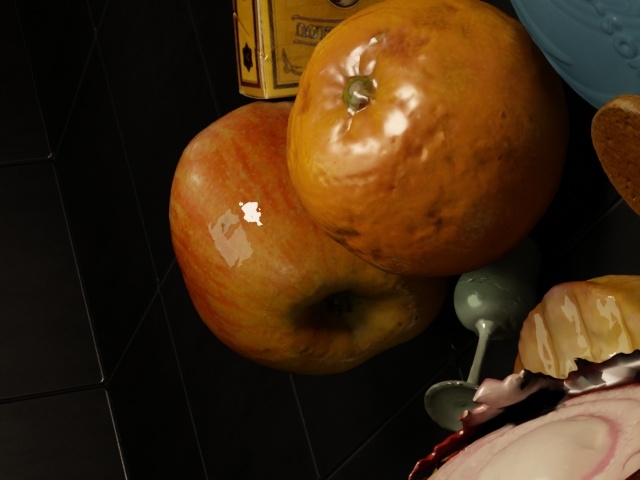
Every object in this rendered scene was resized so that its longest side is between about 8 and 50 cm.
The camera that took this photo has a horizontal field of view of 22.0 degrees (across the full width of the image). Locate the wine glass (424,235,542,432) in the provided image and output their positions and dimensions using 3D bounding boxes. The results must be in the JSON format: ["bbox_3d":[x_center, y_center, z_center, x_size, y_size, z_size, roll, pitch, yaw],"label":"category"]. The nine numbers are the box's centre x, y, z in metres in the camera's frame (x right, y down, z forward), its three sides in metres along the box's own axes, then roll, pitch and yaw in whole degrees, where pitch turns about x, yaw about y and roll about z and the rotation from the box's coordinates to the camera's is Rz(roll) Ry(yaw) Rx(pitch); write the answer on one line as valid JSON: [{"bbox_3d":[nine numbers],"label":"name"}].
[{"bbox_3d":[0.154,0.081,1.521,0.079,0.079,0.195,110,-179,-50],"label":"wine glass"}]

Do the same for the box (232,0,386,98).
[{"bbox_3d":[0.006,-0.306,1.717,0.084,0.193,0.301,-157,62,-66],"label":"box"}]

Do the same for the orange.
[{"bbox_3d":[0.098,-0.096,1.494,0.261,0.261,0.261,172,90,-68],"label":"orange"}]

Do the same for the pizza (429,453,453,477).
[{"bbox_3d":[0.150,0.299,1.757,0.271,0.056,0.134,110,147,-48],"label":"pizza"}]

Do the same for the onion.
[{"bbox_3d":[0.207,0.233,1.108,0.341,0.341,0.341,172,90,-68],"label":"onion"}]

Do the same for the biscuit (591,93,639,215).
[{"bbox_3d":[0.281,-0.050,1.296,0.175,0.026,0.124,38,155,41],"label":"biscuit"}]

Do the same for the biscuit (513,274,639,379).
[{"bbox_3d":[0.268,0.169,1.357,0.296,0.102,0.296,36,132,54],"label":"biscuit"}]

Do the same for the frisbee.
[{"bbox_3d":[0.223,-0.197,1.268,0.289,0.049,0.289,41,151,30],"label":"frisbee"}]

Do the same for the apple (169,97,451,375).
[{"bbox_3d":[0.000,0.000,1.716,0.301,0.301,0.301,172,90,-68],"label":"apple"}]
